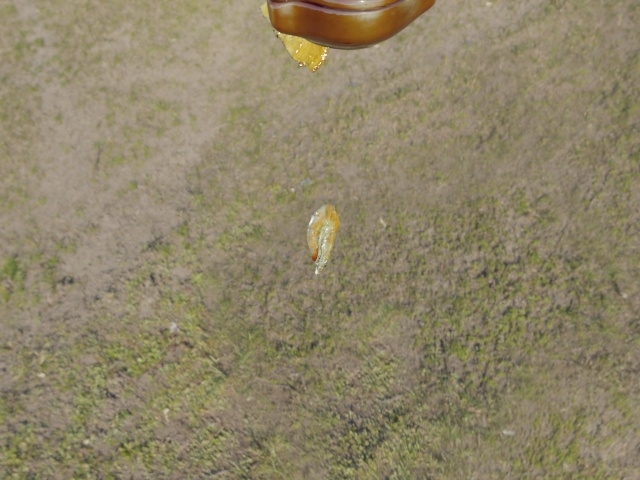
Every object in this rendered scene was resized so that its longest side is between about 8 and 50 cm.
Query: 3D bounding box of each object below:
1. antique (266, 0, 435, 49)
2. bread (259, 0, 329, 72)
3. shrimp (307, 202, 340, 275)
[{"bbox_3d":[0.047,-0.403,0.900,0.278,0.129,0.224,-14,50,-8],"label":"antique"},{"bbox_3d":[-0.051,-0.558,1.433,0.139,0.143,0.229,-42,67,28],"label":"bread"},{"bbox_3d":[0.000,0.000,1.254,0.042,0.190,0.101,31,40,34],"label":"shrimp"}]
